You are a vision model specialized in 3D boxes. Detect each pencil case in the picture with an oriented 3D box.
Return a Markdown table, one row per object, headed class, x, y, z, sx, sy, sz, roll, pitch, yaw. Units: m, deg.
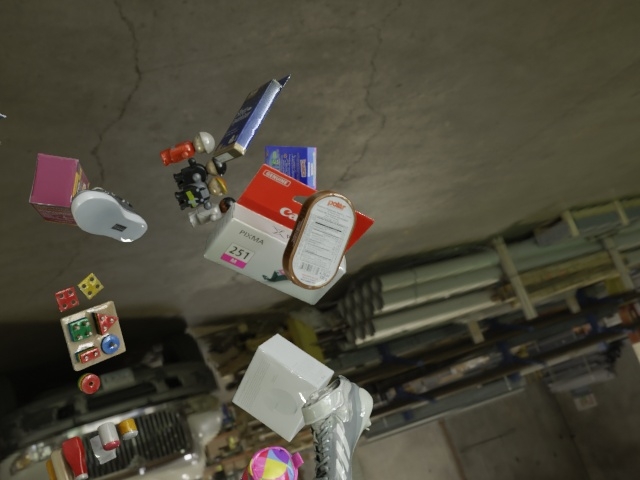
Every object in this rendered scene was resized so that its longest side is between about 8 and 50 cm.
| class | x | y | z | sx | sy | sz | roll | pitch | yaw |
| --- | --- | --- | --- | --- | --- | --- | --- | --- | --- |
| pencil case | -0.114 | 0.496 | 1.430 | 0.105 | 0.104 | 0.236 | -10 | 144 | -33 |

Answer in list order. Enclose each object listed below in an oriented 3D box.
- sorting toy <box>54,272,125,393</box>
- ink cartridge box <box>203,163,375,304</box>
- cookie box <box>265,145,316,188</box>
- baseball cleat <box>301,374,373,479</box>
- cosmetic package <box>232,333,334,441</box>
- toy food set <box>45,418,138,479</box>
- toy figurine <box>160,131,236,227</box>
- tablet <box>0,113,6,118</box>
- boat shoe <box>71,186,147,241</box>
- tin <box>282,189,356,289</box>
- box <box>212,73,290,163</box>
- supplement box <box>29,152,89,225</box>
| class | x | y | z | sx | sy | sz | roll | pitch | yaw |
| --- | --- | --- | --- | --- | --- | --- | --- | --- | --- |
| sorting toy | -0.534 | 0.219 | 1.728 | 0.132 | 0.274 | 0.046 | -21 | -165 | -39 |
| ink cartridge box | -0.063 | -0.003 | 1.495 | 0.275 | 0.060 | 0.239 | 26 | 128 | -21 |
| cookie box | -0.064 | -0.156 | 1.554 | 0.107 | 0.091 | 0.040 | 7 | -169 | 28 |
| baseball cleat | 0.005 | 0.288 | 1.014 | 0.109 | 0.205 | 0.072 | 37 | 141 | -21 |
| cosmetic package | -0.117 | 0.453 | 2.257 | 0.224 | 0.225 | 0.138 | -63 | 166 | 22 |
| toy food set | -0.528 | 0.506 | 1.676 | 0.232 | 0.104 | 0.111 | -26 | 156 | -2 |
| toy figurine | -0.312 | -0.157 | 1.926 | 0.148 | 0.209 | 0.213 | -22 | 156 | -4 |
| tablet | -0.743 | -0.280 | 1.609 | 0.054 | 0.006 | 0.083 | -7 | 175 | 9 |
| boat shoe | -0.396 | -0.060 | 1.343 | 0.080 | 0.076 | 0.228 | -39 | 163 | 6 |
| tin | 0.000 | 0.000 | 1.341 | 0.106 | 0.189 | 0.040 | 20 | -178 | -28 |
| box | -0.157 | -0.282 | 1.644 | 0.037 | 0.225 | 0.136 | 36 | 162 | -22 |
| supplement box | -0.541 | -0.102 | 1.517 | 0.081 | 0.104 | 0.188 | 8 | 169 | -10 |
